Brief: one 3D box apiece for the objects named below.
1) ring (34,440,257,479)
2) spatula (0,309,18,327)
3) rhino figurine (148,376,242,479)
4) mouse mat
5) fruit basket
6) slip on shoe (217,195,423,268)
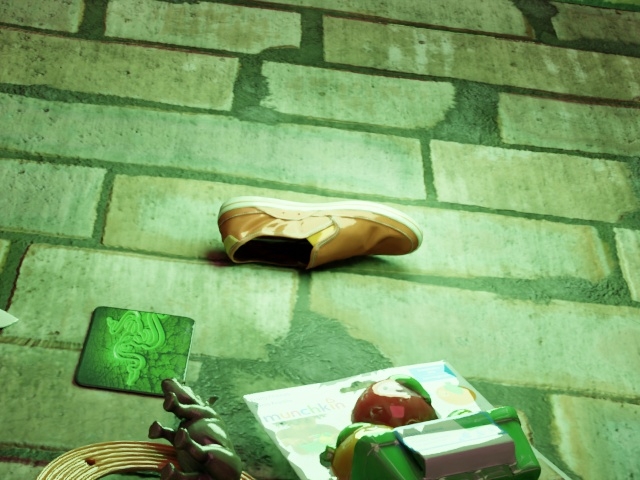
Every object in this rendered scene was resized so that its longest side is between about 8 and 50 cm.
[{"bbox_3d":[-0.183,0.344,1.684,0.336,0.032,0.336,15,22,-7],"label":"ring"},{"bbox_3d":[-0.581,0.098,2.023,0.242,0.019,0.168,25,37,22],"label":"spatula"},{"bbox_3d":[-0.161,0.244,1.797,0.106,0.073,0.243,30,15,-24],"label":"rhino figurine"},{"bbox_3d":[-0.263,0.157,2.025,0.153,0.007,0.189,7,32,-3],"label":"mouse mat"},{"bbox_3d":[0.113,0.255,1.831,0.327,0.165,0.353,-7,33,-24],"label":"fruit basket"},{"bbox_3d":[0.000,0.000,2.251,0.331,0.123,0.101,4,56,-9],"label":"slip on shoe"}]
